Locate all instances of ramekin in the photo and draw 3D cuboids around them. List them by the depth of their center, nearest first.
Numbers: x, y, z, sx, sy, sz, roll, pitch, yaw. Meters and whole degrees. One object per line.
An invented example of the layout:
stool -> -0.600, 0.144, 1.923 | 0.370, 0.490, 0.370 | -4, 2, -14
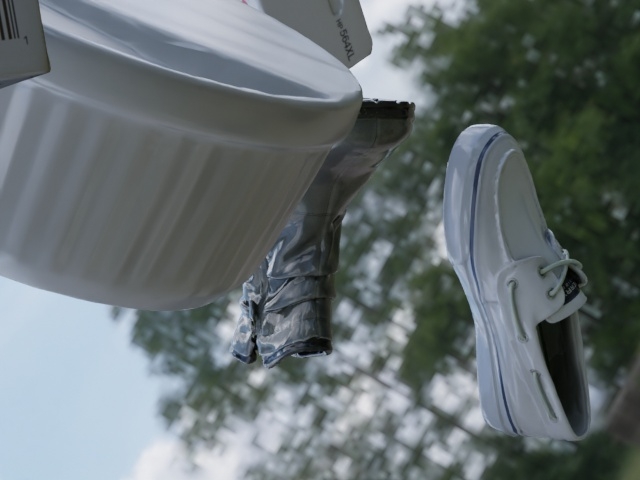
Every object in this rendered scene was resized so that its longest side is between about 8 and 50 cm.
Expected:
ramekin -> -0.124, -0.069, 0.876 | 0.127, 0.273, 0.273 | -67, -11, 15

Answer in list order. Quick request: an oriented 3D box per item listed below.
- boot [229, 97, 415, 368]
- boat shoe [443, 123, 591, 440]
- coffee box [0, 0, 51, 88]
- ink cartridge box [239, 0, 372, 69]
boot -> 0.000, 0.000, 1.146 | 0.246, 0.083, 0.161 | 153, 118, -68
boat shoe -> 0.141, 0.029, 1.133 | 0.083, 0.075, 0.226 | -41, -51, -41
coffee box -> -0.162, -0.156, 0.496 | 0.098, 0.247, 0.141 | -11, 3, -28
ink cartridge box -> -0.065, -0.215, 1.385 | 0.086, 0.203, 0.148 | -36, -52, -20
